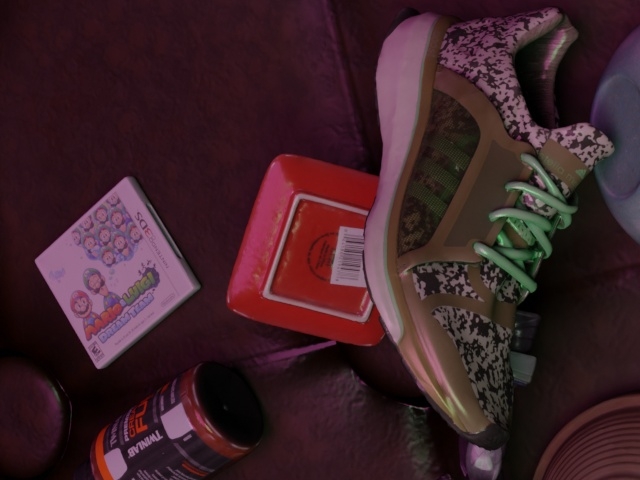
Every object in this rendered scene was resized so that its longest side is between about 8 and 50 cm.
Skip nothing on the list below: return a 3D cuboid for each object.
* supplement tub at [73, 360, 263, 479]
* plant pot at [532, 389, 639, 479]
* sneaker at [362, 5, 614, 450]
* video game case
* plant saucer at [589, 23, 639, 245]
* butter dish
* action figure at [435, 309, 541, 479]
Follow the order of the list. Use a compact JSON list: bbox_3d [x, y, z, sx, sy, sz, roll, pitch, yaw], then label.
[{"bbox_3d":[-0.159,0.210,1.455,0.198,0.106,0.106,-36,77,25],"label":"supplement tub"},{"bbox_3d":[0.276,0.250,1.219,0.237,0.110,0.237,3,96,29],"label":"plant pot"},{"bbox_3d":[0.146,-0.037,1.171,0.182,0.158,0.410,-17,59,31],"label":"sneaker"},{"bbox_3d":[-0.216,0.035,1.523,0.157,0.019,0.143,-39,75,25],"label":"video game case"},{"bbox_3d":[0.258,-0.085,1.173,0.195,0.037,0.194,178,90,-74],"label":"plant saucer"},{"bbox_3d":[0.000,0.000,1.354,0.160,0.118,0.160,15,102,-14],"label":"butter dish"},{"bbox_3d":[0.139,0.203,1.267,0.099,0.185,0.285,1,79,-2],"label":"action figure"}]
